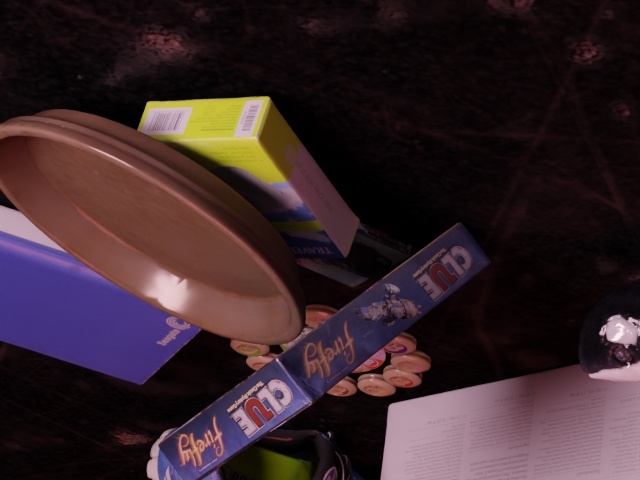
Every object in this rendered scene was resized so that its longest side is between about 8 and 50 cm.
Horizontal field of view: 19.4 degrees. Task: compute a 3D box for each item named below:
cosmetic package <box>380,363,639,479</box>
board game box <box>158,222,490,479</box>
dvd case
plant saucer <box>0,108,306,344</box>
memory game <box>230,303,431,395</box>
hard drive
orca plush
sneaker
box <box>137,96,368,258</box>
[{"bbox_3d":[0.207,0.260,1.635,0.377,0.284,0.097,-16,143,43],"label":"cosmetic package"},{"bbox_3d":[0.006,0.085,1.414,0.042,0.243,0.165,53,135,2],"label":"board game box"},{"bbox_3d":[0.000,0.000,1.497,0.119,0.013,0.087,25,150,-24],"label":"dvd case"},{"bbox_3d":[-0.127,-0.013,1.404,0.278,0.041,0.278,27,161,10],"label":"plant saucer"},{"bbox_3d":[0.008,0.103,1.698,0.186,0.012,0.186,8,153,4],"label":"memory game"},{"bbox_3d":[-0.269,0.035,1.628,0.319,0.040,0.210,19,152,-17],"label":"hard drive"},{"bbox_3d":[0.326,0.036,1.362,0.287,0.151,0.102,-1,120,27],"label":"orca plush"},{"bbox_3d":[-0.008,0.273,1.909,0.330,0.129,0.147,23,153,-24],"label":"sneaker"},{"bbox_3d":[-0.049,-0.039,1.386,0.109,0.042,0.178,0,147,29],"label":"box"}]
